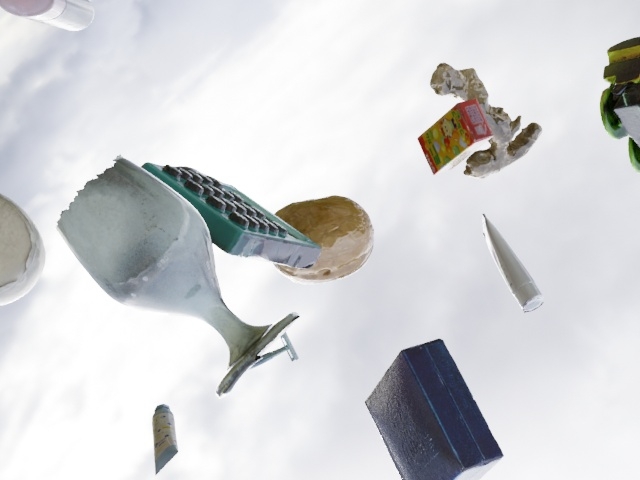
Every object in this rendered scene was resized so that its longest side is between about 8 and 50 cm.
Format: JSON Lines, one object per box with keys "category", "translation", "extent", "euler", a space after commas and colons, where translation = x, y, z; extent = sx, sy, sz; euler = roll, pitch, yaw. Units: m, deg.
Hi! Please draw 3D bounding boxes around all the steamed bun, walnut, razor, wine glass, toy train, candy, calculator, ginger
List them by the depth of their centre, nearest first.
{"category": "wine glass", "translation": [-0.143, 0.034, 1.092], "extent": [0.126, 0.241, 0.126], "euler": [-45, 177, -3]}
{"category": "candy", "translation": [0.187, -0.144, 1.543], "extent": [0.038, 0.062, 0.122], "euler": [-18, 168, -29]}
{"category": "toy train", "translation": [0.529, -0.175, 1.703], "extent": [0.100, 0.296, 0.160], "euler": [-8, -127, 39]}
{"category": "calculator", "translation": [-0.147, -0.044, 1.741], "extent": [0.248, 0.274, 0.058], "euler": [34, -80, 28]}
{"category": "steamed bun", "translation": [-0.570, 0.010, 1.874], "extent": [0.177, 0.228, 0.131], "euler": [-50, 169, -13]}
{"category": "ginger", "translation": [0.261, -0.195, 1.876], "extent": [0.149, 0.258, 0.065], "euler": [-53, -145, 5]}
{"category": "walnut", "translation": [0.000, 0.000, 1.981], "extent": [0.197, 0.165, 0.165], "euler": [-13, -164, -14]}
{"category": "razor", "translation": [-0.120, 0.259, 2.445], "extent": [0.135, 0.068, 0.040], "euler": [-26, 179, 18]}

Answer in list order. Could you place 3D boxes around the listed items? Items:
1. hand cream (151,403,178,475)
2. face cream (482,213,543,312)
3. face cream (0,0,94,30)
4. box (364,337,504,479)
{"category": "hand cream", "translation": [-0.288, 0.360, 2.034], "extent": [0.065, 0.043, 0.171], "euler": [-48, -157, 13]}
{"category": "face cream", "translation": [0.429, 0.052, 2.521], "extent": [0.058, 0.092, 0.244], "euler": [-23, -122, -7]}
{"category": "face cream", "translation": [-0.483, -0.421, 1.976], "extent": [0.107, 0.073, 0.269], "euler": [5, -173, 4]}
{"category": "box", "translation": [0.227, 0.389, 2.294], "extent": [0.116, 0.279, 0.261], "euler": [-14, 153, -27]}
